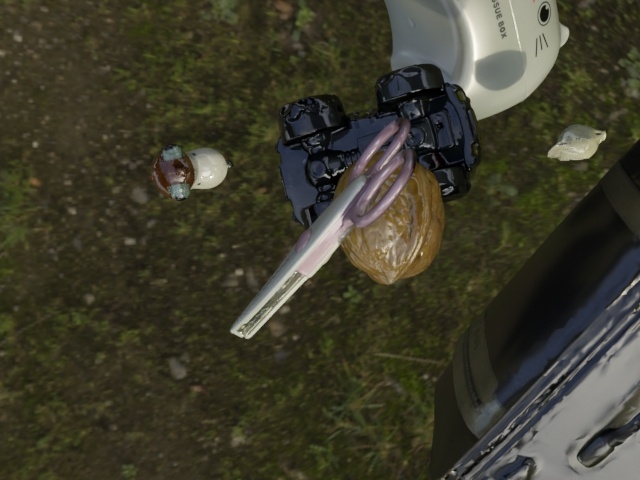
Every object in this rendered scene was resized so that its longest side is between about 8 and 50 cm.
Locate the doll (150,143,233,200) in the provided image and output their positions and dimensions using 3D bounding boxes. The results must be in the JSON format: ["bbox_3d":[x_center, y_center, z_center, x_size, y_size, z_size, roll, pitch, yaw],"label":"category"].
[{"bbox_3d":[-0.103,-0.051,0.767,0.085,0.058,0.040,4,101,52],"label":"doll"}]

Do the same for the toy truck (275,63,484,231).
[{"bbox_3d":[0.069,-0.089,1.130,0.224,0.165,0.147,-17,85,23],"label":"toy truck"}]

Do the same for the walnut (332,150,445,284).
[{"bbox_3d":[0.060,-0.020,0.948,0.105,0.105,0.124,-7,64,25],"label":"walnut"}]

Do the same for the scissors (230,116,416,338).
[{"bbox_3d":[0.000,0.000,0.655,0.022,0.085,0.176,33,115,-19],"label":"scissors"}]

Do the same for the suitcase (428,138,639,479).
[{"bbox_3d":[0.271,0.084,0.959,0.194,0.283,0.434,38,107,-4],"label":"suitcase"}]

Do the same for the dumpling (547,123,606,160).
[{"bbox_3d":[0.340,-0.124,1.423,0.052,0.076,0.057,31,147,19],"label":"dumpling"}]

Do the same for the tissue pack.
[{"bbox_3d":[0.213,-0.359,1.558,0.229,0.236,0.333,40,156,55],"label":"tissue pack"}]
